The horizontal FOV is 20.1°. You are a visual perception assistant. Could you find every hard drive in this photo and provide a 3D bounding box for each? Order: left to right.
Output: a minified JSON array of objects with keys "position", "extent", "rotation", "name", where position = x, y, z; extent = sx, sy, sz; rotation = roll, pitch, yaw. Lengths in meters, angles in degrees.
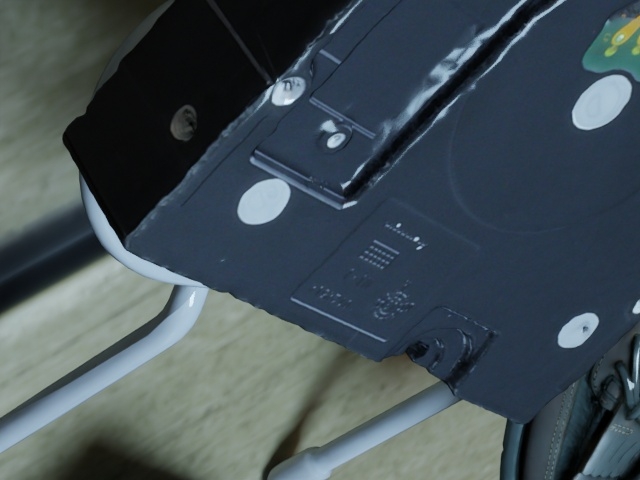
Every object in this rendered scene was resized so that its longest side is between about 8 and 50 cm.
[{"position":[0.110,-0.098,0.574],"extent":[0.339,0.064,0.237],"rotation":[-46,141,16],"name":"hard drive"}]

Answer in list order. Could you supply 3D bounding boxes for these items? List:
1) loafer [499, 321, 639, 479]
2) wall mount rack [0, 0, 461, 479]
[{"position":[0.147,0.032,0.740],"extent":[0.096,0.084,0.267],"rotation":[-8,121,-44],"name":"loafer"},{"position":[0.000,0.000,0.744],"extent":[0.350,0.130,0.304],"rotation":[10,108,-45],"name":"wall mount rack"}]
